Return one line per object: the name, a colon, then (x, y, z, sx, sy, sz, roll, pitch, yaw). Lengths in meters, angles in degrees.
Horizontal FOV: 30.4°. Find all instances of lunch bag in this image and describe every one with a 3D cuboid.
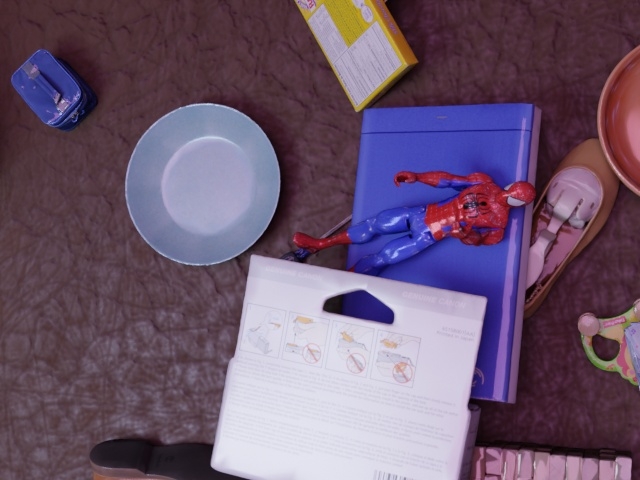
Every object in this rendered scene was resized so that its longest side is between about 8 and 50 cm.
lunch bag: (-0.328, -0.182, 1.456, 0.067, 0.065, 0.098, -45, 77, 6)
lunch bag: (0.366, 0.121, 1.253, 0.071, 0.053, 0.083, -16, 93, 3)

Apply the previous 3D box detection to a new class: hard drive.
hard drive: (0.128, 0.010, 1.306, 0.210, 0.040, 0.319, 2, 82, 32)

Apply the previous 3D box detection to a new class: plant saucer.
plant saucer: (0.403, -0.128, 1.288, 0.200, 0.037, 0.200, -1, 84, 7)
plant saucer: (-0.137, -0.066, 1.417, 0.195, 0.037, 0.195, -1, 86, 14)

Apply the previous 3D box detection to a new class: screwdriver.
screwdriver: (0.000, 0.000, 1.394, 0.170, 0.025, 0.024, -36, 78, -1)

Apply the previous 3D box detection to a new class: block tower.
block tower: (0.167, 0.265, 1.293, 0.335, 0.091, 0.097, 2, 87, 14)

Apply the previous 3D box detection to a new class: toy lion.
toy lion: (0.342, 0.117, 1.297, 0.100, 0.034, 0.096, -16, 90, 12)

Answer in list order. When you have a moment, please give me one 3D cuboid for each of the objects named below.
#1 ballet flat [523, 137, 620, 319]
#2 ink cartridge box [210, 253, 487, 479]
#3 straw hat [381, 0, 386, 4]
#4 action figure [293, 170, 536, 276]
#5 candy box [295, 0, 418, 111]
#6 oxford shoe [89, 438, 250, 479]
ballet flat: (0.262, -0.010, 1.301, 0.080, 0.073, 0.232, 29, 92, 14)
ink cartridge box: (0.034, 0.155, 1.254, 0.275, 0.060, 0.239, 10, 88, 21)
straw hat: (0.061, -0.334, 1.374, 0.144, 0.061, 0.144, 27, 127, 43)
action figure: (0.084, -0.016, 1.237, 0.280, 0.139, 0.091, -19, 72, 25)
candy box: (0.029, -0.263, 1.371, 0.105, 0.027, 0.206, -40, 75, 49)
oxford shoe: (-0.165, 0.287, 1.391, 0.212, 0.076, 0.076, 6, 117, 11)
